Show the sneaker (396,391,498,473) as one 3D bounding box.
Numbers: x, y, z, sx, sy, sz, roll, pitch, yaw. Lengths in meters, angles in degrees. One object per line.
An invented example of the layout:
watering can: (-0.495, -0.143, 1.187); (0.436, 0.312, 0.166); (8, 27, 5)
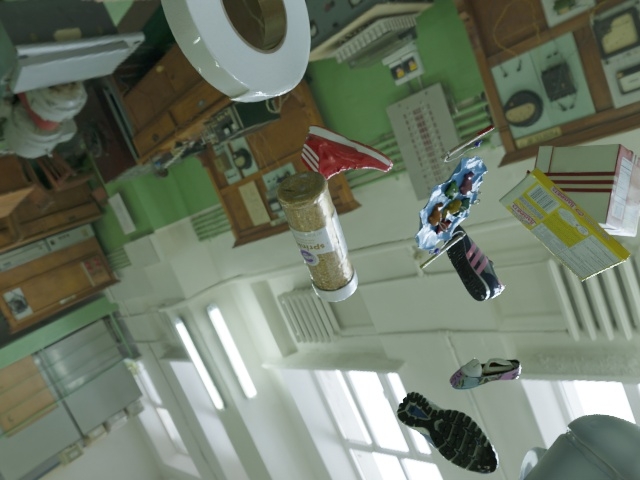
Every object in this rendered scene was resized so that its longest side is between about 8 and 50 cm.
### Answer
sneaker: (0.366, 0.538, 1.296); (0.129, 0.147, 0.330); (-55, -153, -9)

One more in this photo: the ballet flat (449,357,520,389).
ballet flat: (0.494, 0.388, 1.391); (0.222, 0.079, 0.077); (-6, -152, -6)

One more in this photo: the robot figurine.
robot figurine: (0.474, 0.452, 0.804); (0.353, 0.200, 0.300); (-54, 170, 5)

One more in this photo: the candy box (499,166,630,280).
candy box: (0.420, -0.026, 0.814); (0.027, 0.206, 0.105); (-39, 169, -21)

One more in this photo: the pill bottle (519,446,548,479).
pill bottle: (0.665, 0.634, 1.071); (0.361, 0.204, 0.204); (13, -160, 15)

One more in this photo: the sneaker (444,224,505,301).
sneaker: (0.576, 0.072, 1.751); (0.131, 0.318, 0.112); (-9, 158, -27)

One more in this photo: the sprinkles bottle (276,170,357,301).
sprinkles bottle: (0.000, 0.000, 1.144); (0.121, 0.355, 0.121); (-11, -137, 10)

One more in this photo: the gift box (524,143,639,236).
gift box: (0.750, -0.127, 1.356); (0.255, 0.276, 0.258); (17, 177, -37)

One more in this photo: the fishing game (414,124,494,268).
fishing game: (0.232, -0.059, 0.802); (0.189, 0.264, 0.041); (-31, -128, -30)

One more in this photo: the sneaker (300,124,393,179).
sneaker: (0.056, -0.183, 1.130); (0.087, 0.221, 0.128); (-80, -167, -83)

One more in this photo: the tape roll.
tape roll: (-0.166, -0.501, 1.006); (0.072, 0.391, 0.392); (-4, -162, 37)
